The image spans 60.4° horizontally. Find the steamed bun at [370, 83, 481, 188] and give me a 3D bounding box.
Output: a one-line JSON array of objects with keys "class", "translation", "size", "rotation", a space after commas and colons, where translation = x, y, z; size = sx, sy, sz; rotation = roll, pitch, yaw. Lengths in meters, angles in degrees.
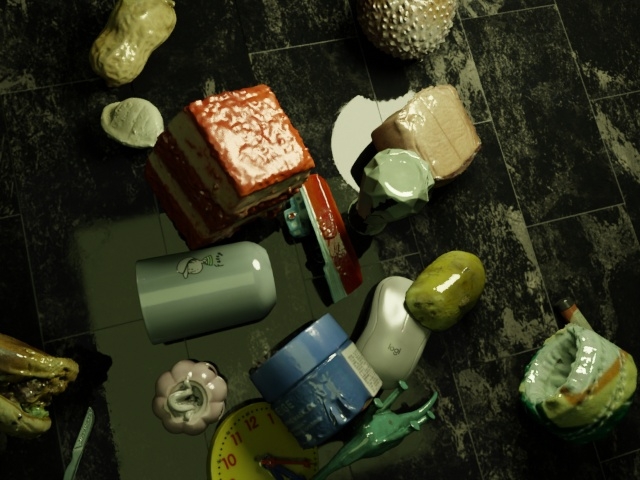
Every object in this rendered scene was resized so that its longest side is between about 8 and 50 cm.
[{"class": "steamed bun", "translation": [0.270, -0.263, 1.491], "size": [0.301, 0.199, 0.252], "rotation": [-34, 99, -34]}]

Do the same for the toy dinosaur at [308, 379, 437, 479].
[{"class": "toy dinosaur", "translation": [0.109, 0.502, 1.347], "size": [0.331, 0.383, 0.129], "rotation": [-49, 62, 18]}]

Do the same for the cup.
[{"class": "cup", "translation": [-0.274, 0.116, 1.335], "size": [0.311, 0.205, 0.206], "rotation": [-12, 81, -11]}]

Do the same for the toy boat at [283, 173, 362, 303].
[{"class": "toy boat", "translation": [0.000, 0.000, 1.434], "size": [0.133, 0.145, 0.332], "rotation": [-23, 80, 11]}]

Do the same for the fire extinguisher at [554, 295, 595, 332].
[{"class": "fire extinguisher", "translation": [0.720, 0.242, 1.528], "size": [0.062, 0.050, 0.177], "rotation": [-30, 84, -31]}]

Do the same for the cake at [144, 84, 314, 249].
[{"class": "cake", "translation": [-0.218, -0.171, 1.304], "size": [0.269, 0.319, 0.270], "rotation": [-30, 84, -40]}]

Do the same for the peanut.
[{"class": "peanut", "translation": [-0.505, -0.550, 1.458], "size": [0.143, 0.159, 0.291], "rotation": [26, 75, 24]}]

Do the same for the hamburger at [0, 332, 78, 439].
[{"class": "hamburger", "translation": [-0.686, 0.299, 1.189], "size": [0.276, 0.318, 0.195], "rotation": [30, 68, -8]}]

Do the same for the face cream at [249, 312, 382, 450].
[{"class": "face cream", "translation": [-0.007, 0.331, 1.301], "size": [0.249, 0.249, 0.225], "rotation": [-38, 81, -13]}]

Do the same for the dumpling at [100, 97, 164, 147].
[{"class": "dumpling", "translation": [-0.490, -0.301, 1.441], "size": [0.150, 0.092, 0.177], "rotation": [-22, 83, -13]}]

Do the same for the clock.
[{"class": "clock", "translation": [-0.124, 0.526, 1.294], "size": [0.277, 0.071, 0.294], "rotation": [-28, 84, -36]}]

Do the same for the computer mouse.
[{"class": "computer mouse", "translation": [0.190, 0.235, 1.421], "size": [0.184, 0.121, 0.297], "rotation": [30, 78, 0]}]

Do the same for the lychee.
[{"class": "lychee", "translation": [0.246, -0.652, 1.520], "size": [0.299, 0.300, 0.301], "rotation": [2, 79, -8]}]

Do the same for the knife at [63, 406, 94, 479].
[{"class": "knife", "translation": [-0.579, 0.505, 1.313], "size": [0.028, 0.015, 0.211], "rotation": [17, 77, 1]}]

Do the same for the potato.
[{"class": "potato", "translation": [0.352, 0.121, 1.426], "size": [0.271, 0.111, 0.160], "rotation": [-35, 92, -37]}]

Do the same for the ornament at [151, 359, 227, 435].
[{"class": "ornament", "translation": [-0.309, 0.371, 1.301], "size": [0.177, 0.177, 0.178], "rotation": [2, 79, -8]}]

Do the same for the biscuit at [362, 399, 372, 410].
[{"class": "biscuit", "translation": [0.092, 0.404, 1.426], "size": [0.091, 0.015, 0.078], "rotation": [-34, 84, -13]}]

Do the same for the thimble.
[{"class": "thimble", "translation": [0.647, 0.357, 1.393], "size": [0.167, 0.254, 0.288], "rotation": [35, 64, -2]}]

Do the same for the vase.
[{"class": "vase", "translation": [0.156, -0.102, 1.356], "size": [0.164, 0.360, 0.165], "rotation": [1, 78, -7]}]
